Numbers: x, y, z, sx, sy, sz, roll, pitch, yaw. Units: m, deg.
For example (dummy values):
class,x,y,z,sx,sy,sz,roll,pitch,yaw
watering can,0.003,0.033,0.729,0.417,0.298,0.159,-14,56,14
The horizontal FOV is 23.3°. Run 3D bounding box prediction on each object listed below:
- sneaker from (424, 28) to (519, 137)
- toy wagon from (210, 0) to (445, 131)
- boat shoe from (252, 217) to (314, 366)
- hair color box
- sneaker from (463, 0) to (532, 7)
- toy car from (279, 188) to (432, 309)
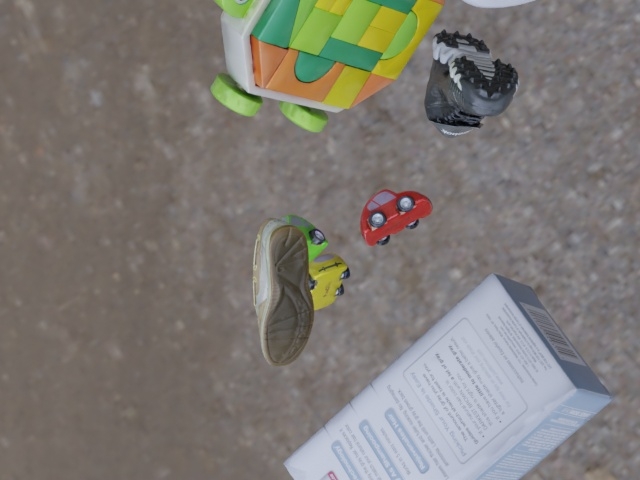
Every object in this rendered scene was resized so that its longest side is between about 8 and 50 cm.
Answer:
class,x,y,z,sx,sy,sz,roll,pitch,yaw
sneaker,0.163,-0.156,1.717,0.234,0.078,0.106,-107,27,-69
toy wagon,-0.008,-0.241,1.573,0.068,0.344,0.267,44,111,30
boat shoe,-0.035,0.044,1.358,0.045,0.050,0.135,-137,47,-56
hair color box,0.151,0.236,1.913,0.374,0.113,0.185,-44,59,18
sneaker,0.274,-0.285,1.411,0.180,0.321,0.125,-154,46,-85
toy car,0.000,0.000,1.955,0.239,0.225,0.053,-44,61,28
